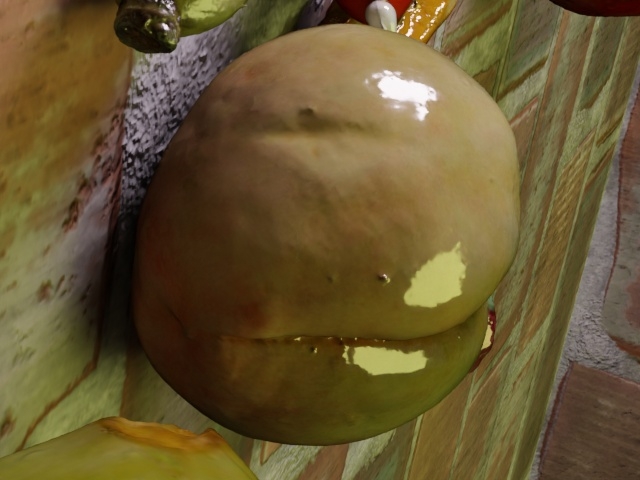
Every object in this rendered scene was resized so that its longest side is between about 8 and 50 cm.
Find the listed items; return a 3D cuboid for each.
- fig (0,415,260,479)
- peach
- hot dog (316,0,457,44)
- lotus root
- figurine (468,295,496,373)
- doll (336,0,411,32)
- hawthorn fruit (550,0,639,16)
[{"bbox_3d":[-0.126,0.259,0.751,0.343,0.343,0.343,18,90,-74],"label":"fig"},{"bbox_3d":[0.000,0.001,1.007,0.292,0.247,0.292,-34,151,-22],"label":"peach"},{"bbox_3d":[0.043,-0.178,1.241,0.250,0.076,0.104,-60,147,-35],"label":"hot dog"},{"bbox_3d":[-0.073,-0.168,0.861,0.183,0.077,0.090,-60,153,-43],"label":"lotus root"},{"bbox_3d":[0.033,0.078,1.235,0.234,0.185,0.127,-41,137,20],"label":"figurine"},{"bbox_3d":[0.033,-0.220,1.093,0.217,0.085,0.183,37,45,-76],"label":"doll"},{"bbox_3d":[0.360,-0.368,1.661,0.265,0.307,0.265,14,90,-80],"label":"hawthorn fruit"}]
